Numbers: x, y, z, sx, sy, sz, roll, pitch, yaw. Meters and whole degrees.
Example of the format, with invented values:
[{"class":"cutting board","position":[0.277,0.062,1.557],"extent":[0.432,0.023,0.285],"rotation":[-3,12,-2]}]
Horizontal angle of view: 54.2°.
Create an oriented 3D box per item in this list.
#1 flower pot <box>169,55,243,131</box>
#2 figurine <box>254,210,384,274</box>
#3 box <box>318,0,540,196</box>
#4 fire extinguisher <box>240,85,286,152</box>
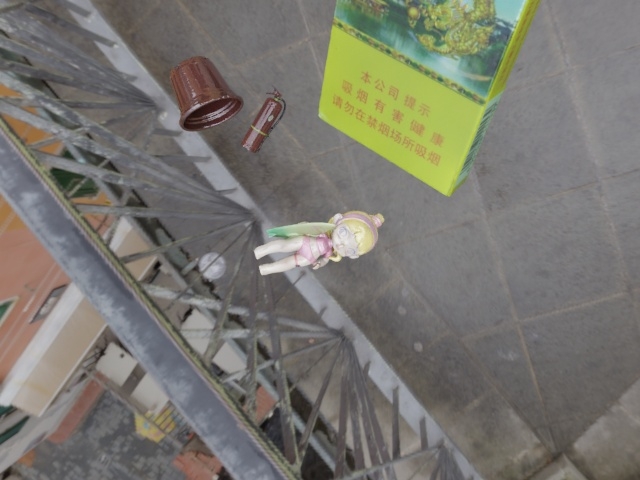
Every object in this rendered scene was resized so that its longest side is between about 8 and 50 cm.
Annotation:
[{"class":"flower pot","position":[-0.188,-0.237,0.988],"extent":[0.111,0.111,0.089],"rotation":[-25,84,10]},{"class":"figurine","position":[0.000,0.000,0.879],"extent":[0.187,0.083,0.083],"rotation":[-19,94,8]},{"class":"box","position":[0.101,-0.215,0.580],"extent":[0.187,0.047,0.335],"rotation":[36,141,21]},{"class":"fire extinguisher","position":[-0.108,-0.235,1.224],"extent":[0.056,0.039,0.132],"rotation":[24,106,-35]}]
